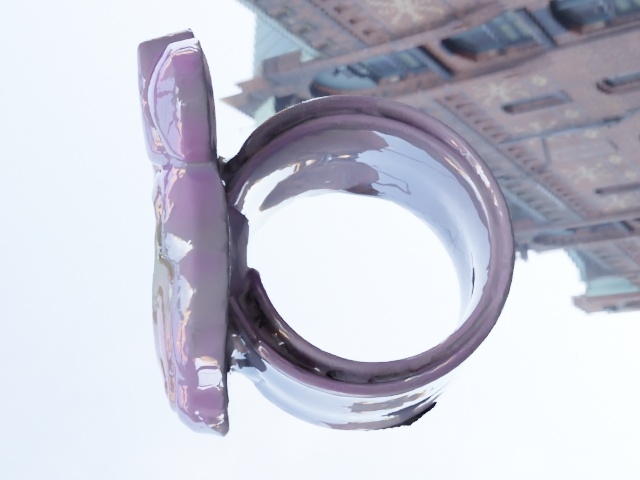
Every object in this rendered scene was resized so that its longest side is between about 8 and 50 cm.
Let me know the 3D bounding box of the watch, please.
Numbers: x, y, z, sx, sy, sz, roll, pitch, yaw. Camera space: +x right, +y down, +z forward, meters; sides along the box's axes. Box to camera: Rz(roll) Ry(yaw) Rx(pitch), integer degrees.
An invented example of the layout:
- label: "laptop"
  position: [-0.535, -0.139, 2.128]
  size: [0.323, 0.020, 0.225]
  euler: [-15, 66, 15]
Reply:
- label: "watch"
  position: [0.000, 0.000, 0.627]
  size: [0.211, 0.218, 0.248]
  euler: [99, 165, -66]
